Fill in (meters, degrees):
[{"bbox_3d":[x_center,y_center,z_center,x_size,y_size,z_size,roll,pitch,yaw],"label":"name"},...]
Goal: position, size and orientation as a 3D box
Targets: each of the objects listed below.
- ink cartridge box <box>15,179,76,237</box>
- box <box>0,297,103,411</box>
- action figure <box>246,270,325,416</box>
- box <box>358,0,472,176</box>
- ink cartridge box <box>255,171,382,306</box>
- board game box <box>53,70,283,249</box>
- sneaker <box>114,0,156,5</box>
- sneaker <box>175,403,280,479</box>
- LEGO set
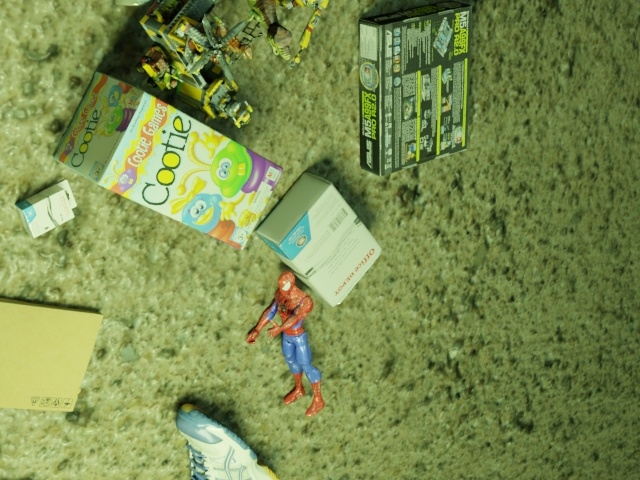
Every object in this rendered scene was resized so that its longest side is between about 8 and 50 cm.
[{"bbox_3d":[-0.382,-0.046,1.471,0.083,0.028,0.048,-32,127,-27],"label":"ink cartridge box"},{"bbox_3d":[-0.431,0.170,1.529,0.201,0.021,0.164,12,100,-42],"label":"box"},{"bbox_3d":[-0.068,0.189,1.795,0.139,0.091,0.280,-29,125,-39],"label":"action figure"},{"bbox_3d":[0.166,-0.267,1.819,0.216,0.060,0.270,-20,121,-33],"label":"box"},{"bbox_3d":[0.000,0.000,1.778,0.139,0.082,0.191,-50,133,-11],"label":"ink cartridge box"},{"bbox_3d":[-0.215,-0.111,1.506,0.275,0.142,0.144,26,91,-44],"label":"board game box"},{"bbox_3d":[-0.205,-0.400,1.441,0.222,0.083,0.118,-32,123,-38],"label":"sneaker"},{"bbox_3d":[-0.174,0.398,1.785,0.131,0.112,0.296,-47,131,-14],"label":"sneaker"},{"bbox_3d":[-0.074,-0.302,1.421,0.331,0.192,0.255,-49,149,-18],"label":"LEGO set"}]
